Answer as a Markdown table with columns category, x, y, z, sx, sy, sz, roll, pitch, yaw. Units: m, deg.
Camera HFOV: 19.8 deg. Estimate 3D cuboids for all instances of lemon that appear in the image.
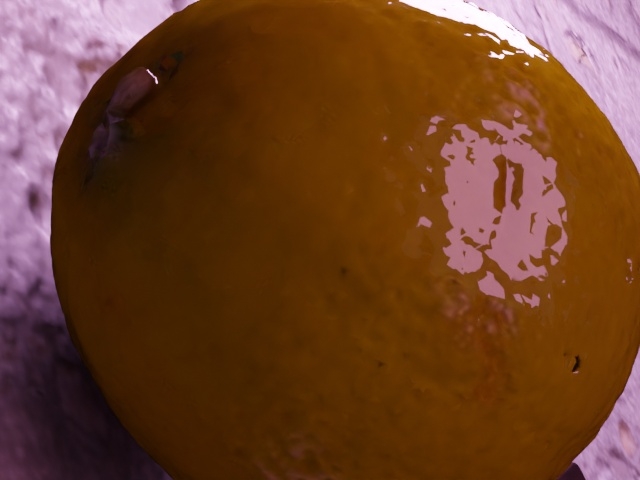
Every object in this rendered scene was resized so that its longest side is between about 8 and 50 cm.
| category | x | y | z | sx | sy | sz | roll | pitch | yaw |
| --- | --- | --- | --- | --- | --- | --- | --- | --- | --- |
| lemon | 0.000 | 0.000 | 0.757 | 0.219 | 0.240 | 0.240 | 30 | 40 | -33 |

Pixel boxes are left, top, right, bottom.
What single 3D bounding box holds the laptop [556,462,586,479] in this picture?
| category | x | y | z | sx | sy | sz | roll | pitch | yaw |
| --- | --- | --- | --- | --- | --- | --- | --- | --- | --- |
| laptop | 0.151 | 0.226 | 1.110 | 0.154 | 0.026 | 0.207 | 65 | 23 | 2 |
